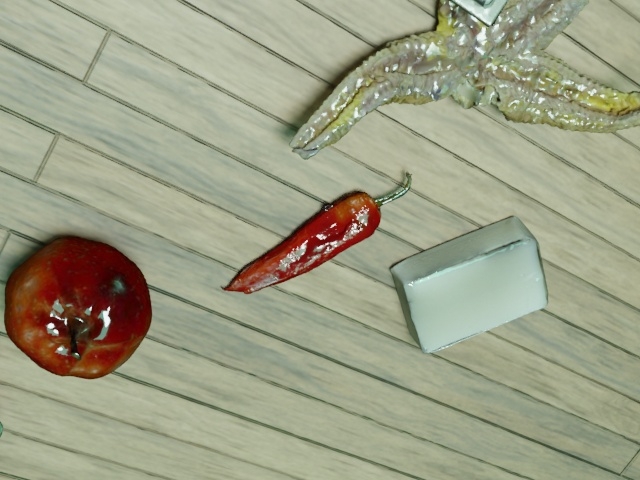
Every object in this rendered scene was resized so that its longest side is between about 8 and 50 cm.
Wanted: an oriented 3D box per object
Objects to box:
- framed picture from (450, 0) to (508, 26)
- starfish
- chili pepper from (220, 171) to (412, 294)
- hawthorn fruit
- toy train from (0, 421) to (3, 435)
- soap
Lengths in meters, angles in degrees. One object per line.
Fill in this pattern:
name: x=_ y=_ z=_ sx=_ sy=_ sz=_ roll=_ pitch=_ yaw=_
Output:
framed picture: x=0.115 y=-0.360 z=0.802 sx=0.260 sy=0.023 sz=0.189 roll=33 pitch=99 yaw=-5
starfish: x=0.203 y=-0.235 z=0.882 sx=0.398 sy=0.132 sz=0.384 roll=14 pitch=102 yaw=-5
chili pepper: x=0.000 y=0.000 z=0.975 sx=0.268 sy=0.050 sz=0.059 roll=-31 pitch=134 yaw=1
hawthorn fruit: x=-0.255 y=0.080 z=0.862 sx=0.157 sy=0.194 sz=0.157 roll=-4 pitch=104 yaw=-15
toy train: x=-0.497 y=0.163 z=0.854 sx=0.238 sy=0.167 sz=0.299 roll=-37 pitch=117 yaw=10
soap: x=0.194 y=0.058 z=1.047 sx=0.183 sy=0.064 sz=0.121 roll=-21 pitch=119 yaw=-5
